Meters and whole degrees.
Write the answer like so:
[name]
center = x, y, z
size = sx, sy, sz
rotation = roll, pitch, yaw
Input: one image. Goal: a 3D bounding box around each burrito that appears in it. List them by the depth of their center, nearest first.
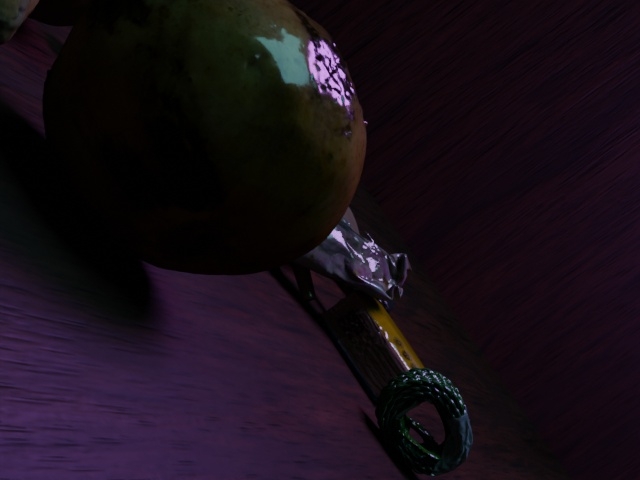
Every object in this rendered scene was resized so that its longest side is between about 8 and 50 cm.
[burrito]
center = -0.002, 0.003, 2.095
size = 0.309, 0.066, 0.096
rotation = 26, 54, -25

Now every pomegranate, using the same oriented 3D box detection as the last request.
[pomegranate]
center = -0.114, -0.113, 1.421
size = 0.322, 0.322, 0.322
rotation = 52, 8, -10

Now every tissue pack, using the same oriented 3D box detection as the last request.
[tissue pack]
center = 0.086, 0.162, 2.162
size = 0.169, 0.082, 0.120
rotation = 56, 9, 21

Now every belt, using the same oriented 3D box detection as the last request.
[belt]
center = 0.145, 0.252, 1.978
size = 0.151, 0.121, 0.079
rotation = 56, 5, -15

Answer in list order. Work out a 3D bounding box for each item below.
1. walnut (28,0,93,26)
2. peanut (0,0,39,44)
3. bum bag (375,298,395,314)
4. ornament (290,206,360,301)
[walnut]
center = -0.290, -0.375, 1.674
size = 0.273, 0.273, 0.227
rotation = 47, 47, -38
[peanut]
center = -0.338, -0.261, 1.472
size = 0.117, 0.101, 0.263
rotation = 56, 7, -14
[bum bag]
center = 0.037, 0.032, 2.534
size = 0.248, 0.060, 0.123
rotation = 50, 7, -9
[ornament]
center = -0.033, -0.021, 2.172
size = 0.230, 0.061, 0.245
rotation = -4, 72, -49
